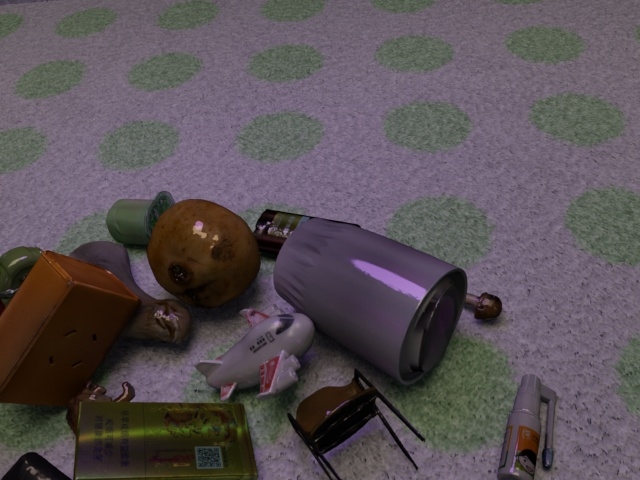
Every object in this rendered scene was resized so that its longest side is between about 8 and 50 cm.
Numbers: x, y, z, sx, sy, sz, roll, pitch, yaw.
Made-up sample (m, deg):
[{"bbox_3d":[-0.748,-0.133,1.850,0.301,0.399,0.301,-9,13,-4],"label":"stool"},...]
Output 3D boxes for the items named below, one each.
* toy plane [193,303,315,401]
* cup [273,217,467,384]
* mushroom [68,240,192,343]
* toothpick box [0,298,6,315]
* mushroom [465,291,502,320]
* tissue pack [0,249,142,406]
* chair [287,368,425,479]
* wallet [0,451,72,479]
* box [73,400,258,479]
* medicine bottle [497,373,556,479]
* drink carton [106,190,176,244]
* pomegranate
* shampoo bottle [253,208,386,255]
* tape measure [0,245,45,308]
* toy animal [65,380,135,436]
[{"bbox_3d":[-0.126,0.227,1.250,0.252,0.118,0.252,-21,38,18],"label":"toy plane"},{"bbox_3d":[0.103,0.107,1.279,0.372,0.253,0.253,27,55,32],"label":"cup"},{"bbox_3d":[-0.451,0.131,1.420,0.177,0.126,0.397,-28,45,-30],"label":"mushroom"},{"bbox_3d":[-0.856,0.241,1.309,0.333,0.204,0.204,-18,47,-12],"label":"toothpick box"},{"bbox_3d":[0.311,0.138,1.367,0.187,0.061,0.060,10,33,32],"label":"mushroom"},{"bbox_3d":[-0.539,0.182,1.247,0.145,0.194,0.274,34,89,28],"label":"tissue pack"},{"bbox_3d":[0.047,0.344,1.129,0.159,0.172,0.247,-30,57,-19],"label":"chair"},{"bbox_3d":[-0.399,0.544,0.990,0.406,0.062,0.228,27,66,17],"label":"wallet"},{"bbox_3d":[-0.279,0.371,1.115,0.311,0.043,0.173,7,32,-23],"label":"box"},{"bbox_3d":[0.390,0.355,1.138,0.092,0.061,0.220,27,51,-1],"label":"medicine bottle"},{"bbox_3d":[-0.462,-0.049,1.587,0.142,0.144,0.146,4,46,20],"label":"drink carton"},{"bbox_3d":[-0.262,0.027,1.391,0.261,0.260,0.260,-4,46,4],"label":"pomegranate"},{"bbox_3d":[0.000,0.000,1.512,0.323,0.084,0.129,11,51,17],"label":"shampoo bottle"},{"bbox_3d":[-0.709,0.091,1.476,0.087,0.154,0.177,26,50,36],"label":"tape measure"},{"bbox_3d":[-0.421,0.397,1.189,0.158,0.097,0.312,-20,48,2],"label":"toy animal"}]
